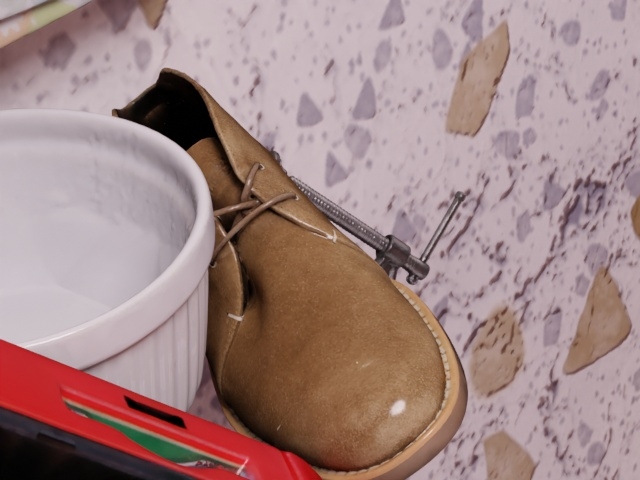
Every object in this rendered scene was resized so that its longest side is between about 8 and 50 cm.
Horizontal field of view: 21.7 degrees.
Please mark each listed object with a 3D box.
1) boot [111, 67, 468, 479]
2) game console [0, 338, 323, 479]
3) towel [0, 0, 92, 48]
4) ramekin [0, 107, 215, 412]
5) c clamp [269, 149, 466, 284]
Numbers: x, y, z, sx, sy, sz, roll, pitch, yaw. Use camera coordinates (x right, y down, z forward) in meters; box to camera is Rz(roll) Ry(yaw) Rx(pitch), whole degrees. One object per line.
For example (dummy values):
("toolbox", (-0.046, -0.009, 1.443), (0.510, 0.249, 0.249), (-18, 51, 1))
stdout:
("boot", (-0.033, 0.012, 0.837), (0.112, 0.305, 0.115), (-36, 128, -4))
("game console", (-0.193, 0.195, 0.672), (0.387, 0.060, 0.342), (26, 101, -34))
("towel", (-0.211, -0.241, 0.717), (0.320, 0.090, 0.374), (-36, 126, -38))
("ramekin", (-0.149, 0.034, 0.782), (0.207, 0.207, 0.109), (-33, 134, -36))
("c clamp", (0.000, 0.000, 1.030), (0.161, 0.022, 0.137), (27, 81, -26))
